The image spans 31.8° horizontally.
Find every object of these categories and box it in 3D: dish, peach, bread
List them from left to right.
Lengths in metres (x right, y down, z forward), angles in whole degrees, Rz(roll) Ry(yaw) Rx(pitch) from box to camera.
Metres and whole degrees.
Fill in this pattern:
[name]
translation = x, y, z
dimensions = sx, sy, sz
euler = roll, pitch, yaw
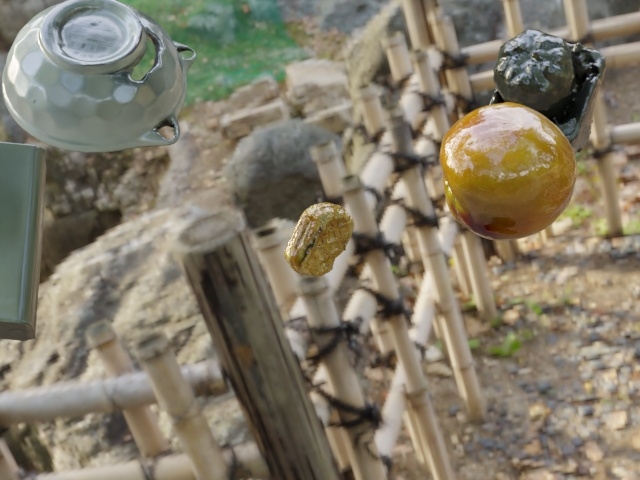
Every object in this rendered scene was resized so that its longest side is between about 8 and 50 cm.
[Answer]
[dish]
translation = -0.329, -0.266, 1.647
dimensions = 0.303, 0.120, 0.303
euler = 3, 54, -5
[bread]
translation = 0.000, 0.000, 1.536
dimensions = 0.083, 0.110, 0.044
euler = 18, 16, -43
[peach]
translation = 0.185, -0.064, 1.105
dimensions = 0.138, 0.138, 0.138
euler = -13, 28, 7

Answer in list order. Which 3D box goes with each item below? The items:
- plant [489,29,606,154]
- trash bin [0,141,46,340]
[plant]
translation = 0.336, -0.211, 1.654
dimensions = 0.142, 0.256, 0.164
euler = 19, 80, 28
[trash bin]
translation = -0.441, -0.001, 1.454
dimensions = 0.164, 0.240, 0.122
euler = 6, -16, -10
